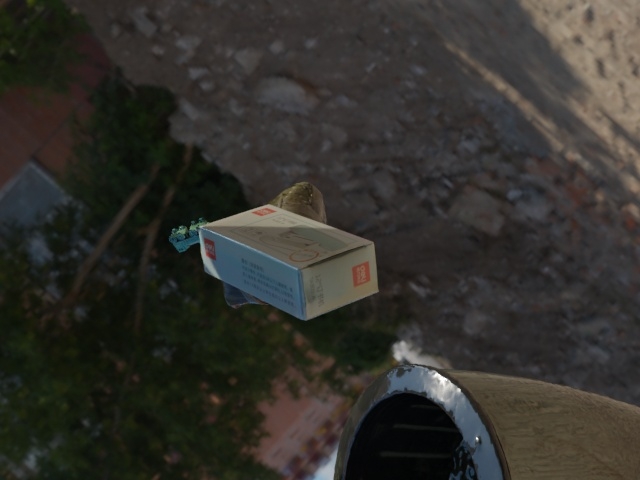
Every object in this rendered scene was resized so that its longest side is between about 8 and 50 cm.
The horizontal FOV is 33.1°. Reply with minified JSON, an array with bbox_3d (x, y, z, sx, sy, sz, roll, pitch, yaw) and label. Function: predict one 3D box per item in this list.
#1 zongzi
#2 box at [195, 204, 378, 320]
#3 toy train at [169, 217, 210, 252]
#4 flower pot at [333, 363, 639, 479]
[{"bbox_3d":[0.000,0.000,1.833,0.288,0.286,0.134,-5,121,29],"label":"zongzi"},{"bbox_3d":[-0.052,0.025,1.517,0.269,0.135,0.079,21,123,51],"label":"box"},{"bbox_3d":[-0.230,-0.009,1.930,0.045,0.092,0.029,54,-148,-32],"label":"toy train"},{"bbox_3d":[0.222,0.291,1.187,0.330,0.293,0.293,8,-161,-33],"label":"flower pot"}]
